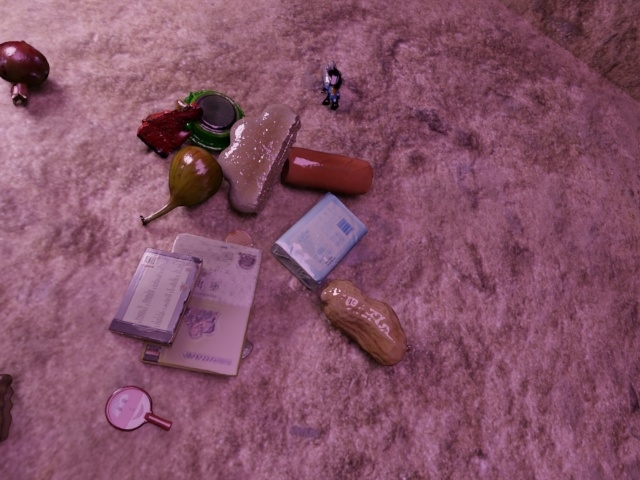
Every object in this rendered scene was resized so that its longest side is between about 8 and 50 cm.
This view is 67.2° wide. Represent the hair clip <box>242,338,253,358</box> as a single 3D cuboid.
[{"bbox_3d":[-0.234,0.248,1.249,0.137,0.022,0.054,43,57,-1],"label":"hair clip"}]

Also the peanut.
[{"bbox_3d":[0.128,0.224,1.368,0.291,0.143,0.159,40,22,3],"label":"peanut"}]

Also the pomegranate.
[{"bbox_3d":[-0.792,-0.444,1.257,0.129,0.129,0.159,23,67,-14],"label":"pomegranate"}]

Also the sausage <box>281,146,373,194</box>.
[{"bbox_3d":[0.025,-0.218,1.534,0.304,0.121,0.121,7,64,-21],"label":"sausage"}]

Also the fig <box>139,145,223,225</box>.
[{"bbox_3d":[-0.377,-0.140,1.297,0.151,0.151,0.259,40,60,-3],"label":"fig"}]

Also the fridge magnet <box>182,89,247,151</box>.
[{"bbox_3d":[-0.323,-0.367,1.458,0.207,0.088,0.208,8,68,-21],"label":"fridge magnet"}]

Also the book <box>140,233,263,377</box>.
[{"bbox_3d":[-0.290,0.153,1.227,0.239,0.035,0.353,11,62,-5],"label":"book"}]

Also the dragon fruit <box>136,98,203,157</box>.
[{"bbox_3d":[-0.416,-0.324,1.348,0.192,0.092,0.123,-28,86,-1],"label":"dragon fruit"}]

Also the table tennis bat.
[{"bbox_3d":[-0.412,0.394,1.101,0.154,0.019,0.098,28,58,-8],"label":"table tennis bat"}]

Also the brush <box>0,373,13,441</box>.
[{"bbox_3d":[-0.665,0.420,0.949,0.084,0.071,0.301,-1,75,-9],"label":"brush"}]

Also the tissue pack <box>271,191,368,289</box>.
[{"bbox_3d":[0.000,0.000,1.440,0.177,0.089,0.263,44,59,1],"label":"tissue pack"}]

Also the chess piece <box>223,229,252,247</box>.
[{"bbox_3d":[-0.232,0.012,1.354,0.083,0.038,0.084,9,64,-19],"label":"chess piece"}]

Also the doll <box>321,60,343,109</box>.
[{"bbox_3d":[0.043,-0.570,1.742,0.095,0.070,0.195,18,66,-35],"label":"doll"}]

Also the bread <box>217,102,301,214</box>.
[{"bbox_3d":[-0.193,-0.249,1.399,0.183,0.102,0.338,24,85,3],"label":"bread"}]

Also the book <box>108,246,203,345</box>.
[{"bbox_3d":[-0.400,0.134,1.189,0.157,0.026,0.231,11,62,8],"label":"book"}]
